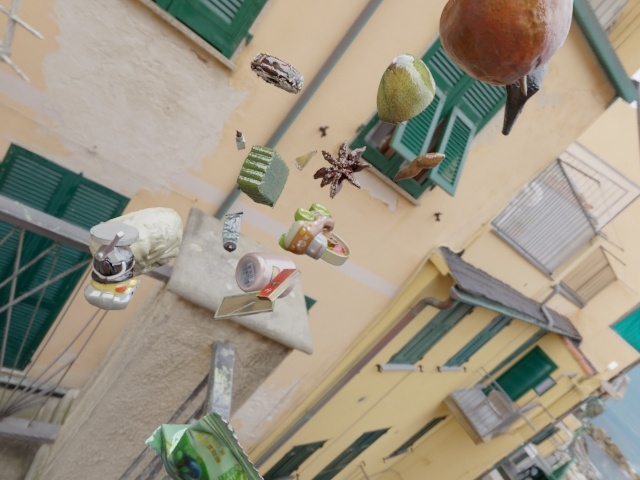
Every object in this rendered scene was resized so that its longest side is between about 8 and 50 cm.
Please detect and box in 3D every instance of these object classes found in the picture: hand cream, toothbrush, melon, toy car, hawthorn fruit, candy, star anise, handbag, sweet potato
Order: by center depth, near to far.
[{"bbox_3d":[0.195,-0.344,0.900,0.079,0.160,0.128,44,2,41],"label":"melon"},{"bbox_3d":[0.430,-0.475,0.909,0.298,0.277,0.277,65,14,-11],"label":"hawthorn fruit"},{"bbox_3d":[-0.482,0.017,0.915,0.017,0.194,0.014,57,46,-9],"label":"toothbrush"},{"bbox_3d":[0.570,-0.445,1.125,0.088,0.270,0.175,21,-17,19],"label":"handbag"},{"bbox_3d":[-0.327,0.628,1.176,0.263,0.398,0.172,49,44,-11],"label":"candy"},{"bbox_3d":[0.000,0.000,1.345,0.235,0.145,0.235,27,24,-14],"label":"toy car"},{"bbox_3d":[0.364,-0.280,1.514,0.065,0.218,0.051,62,36,-9],"label":"sweet potato"},{"bbox_3d":[-0.354,-0.042,1.606,0.075,0.052,0.248,10,37,-14],"label":"hand cream"},{"bbox_3d":[0.084,-0.304,1.708,0.288,0.288,0.088,53,9,35],"label":"star anise"}]

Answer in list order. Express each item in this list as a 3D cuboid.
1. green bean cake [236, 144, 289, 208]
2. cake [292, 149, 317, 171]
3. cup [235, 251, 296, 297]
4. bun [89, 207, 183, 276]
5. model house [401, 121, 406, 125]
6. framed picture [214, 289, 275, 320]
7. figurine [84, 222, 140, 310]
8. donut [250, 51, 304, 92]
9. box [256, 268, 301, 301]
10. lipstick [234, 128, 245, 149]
[{"bbox_3d":[-0.284,-0.319,2.012,0.156,0.247,0.250,18,-10,18],"label":"green bean cake"},{"bbox_3d":[-0.069,-0.386,1.856,0.065,0.121,0.052,47,24,7],"label":"cake"},{"bbox_3d":[-0.244,0.175,1.700,0.191,0.253,0.200,10,-3,37],"label":"cup"},{"bbox_3d":[-0.678,0.016,1.519,0.211,0.359,0.359,69,21,2],"label":"bun"},{"bbox_3d":[0.303,-0.493,1.620,0.083,0.057,0.058,10,55,-52],"label":"model house"},{"bbox_3d":[-0.258,0.222,1.406,0.150,0.203,0.015,-96,177,-69],"label":"framed picture"},{"bbox_3d":[-0.576,0.076,1.121,0.133,0.236,0.176,10,20,-9],"label":"figurine"},{"bbox_3d":[-0.199,-0.784,1.880,0.269,0.103,0.270,24,8,-4],"label":"donut"},{"bbox_3d":[-0.131,0.137,1.252,0.023,0.133,0.090,55,-27,-17],"label":"box"},{"bbox_3d":[-0.277,-0.350,1.374,0.129,0.030,0.030,128,-53,-78],"label":"lipstick"}]
